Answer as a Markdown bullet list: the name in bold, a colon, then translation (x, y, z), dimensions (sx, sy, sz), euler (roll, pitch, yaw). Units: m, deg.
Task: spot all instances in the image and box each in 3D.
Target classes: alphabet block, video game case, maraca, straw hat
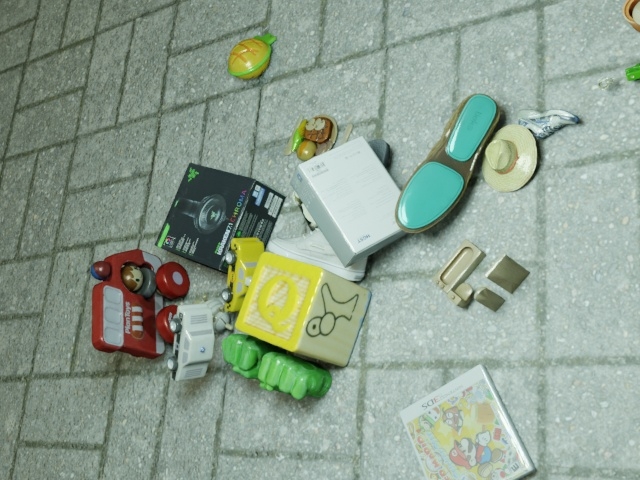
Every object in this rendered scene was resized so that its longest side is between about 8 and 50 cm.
- **alphabet block**: translation (-0.036, 0.153, 1.757), dimensions (0.193, 0.197, 0.192), euler (13, 80, 39)
- **video game case**: translation (0.279, 0.389, 1.544), dimensions (0.206, 0.026, 0.227), euler (-36, 55, 21)
- **maraca**: translation (-0.190, -0.518, 2.202), dimensions (0.127, 0.099, 0.185), euler (0, 48, 26)
- **straw hat**: translation (0.376, -0.176, 1.647), dimensions (0.144, 0.061, 0.144), euler (-9, 77, 44)

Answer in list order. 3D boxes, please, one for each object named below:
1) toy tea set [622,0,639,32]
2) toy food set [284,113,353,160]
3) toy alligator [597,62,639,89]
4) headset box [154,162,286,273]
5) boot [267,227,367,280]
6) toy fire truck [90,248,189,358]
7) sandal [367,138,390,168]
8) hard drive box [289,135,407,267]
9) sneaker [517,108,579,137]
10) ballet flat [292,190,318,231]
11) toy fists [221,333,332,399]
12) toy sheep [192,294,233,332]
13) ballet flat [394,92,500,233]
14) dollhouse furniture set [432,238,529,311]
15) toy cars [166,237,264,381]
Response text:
- **toy tea set**: translation (0.687, -0.575, 1.550), dimensions (0.200, 0.124, 0.336), euler (0, 73, 37)
- **toy food set**: translation (-0.014, -0.262, 2.004), dimensions (0.192, 0.038, 0.132), euler (15, 82, 39)
- **toy alligator**: translation (0.640, -0.335, 1.544), dimensions (0.190, 0.056, 0.051), euler (-10, 25, 35)
- **headset box**: translation (-0.267, -0.053, 2.051), dimensions (0.283, 0.131, 0.246), euler (18, 83, 40)
- **boot**: translation (0.000, 0.000, 1.837), dimensions (0.258, 0.095, 0.123), euler (17, 100, 26)
- **toy fire truck**: translation (-0.483, 0.157, 2.049), dimensions (0.169, 0.254, 0.302), euler (-22, 61, 28)
- **sandal**: translation (0.100, -0.116, 1.859), dimensions (0.097, 0.054, 0.254), euler (25, 99, 40)
- **hard drive box**: translation (0.073, -0.086, 1.727), dimensions (0.181, 0.089, 0.232), euler (-27, 77, -24)
- **sneaker**: translation (0.470, -0.238, 1.637), dimensions (0.135, 0.052, 0.058), euler (7, 87, 46)
- **ballet flat**: translation (-0.026, -0.091, 1.928), dimensions (0.074, 0.074, 0.203), euler (-38, 54, 19)
- **toy fists**: translation (-0.113, 0.285, 1.798), dimensions (0.279, 0.142, 0.096), euler (22, 86, 40)
- **toy sheep**: translation (-0.272, 0.189, 1.990), dimensions (0.132, 0.091, 0.091), euler (34, 94, 27)
- **ballet flat**: translation (0.270, -0.159, 1.703), dimensions (0.116, 0.124, 0.342), euler (29, 86, 6)
- **dollhouse furniture set**: translation (0.299, 0.060, 1.592), dimensions (0.144, 0.123, 0.151), euler (-52, 51, 9)
- **toy cars**: translation (-0.231, 0.169, 1.881), dimensions (0.087, 0.176, 0.393), euler (17, 63, 46)
